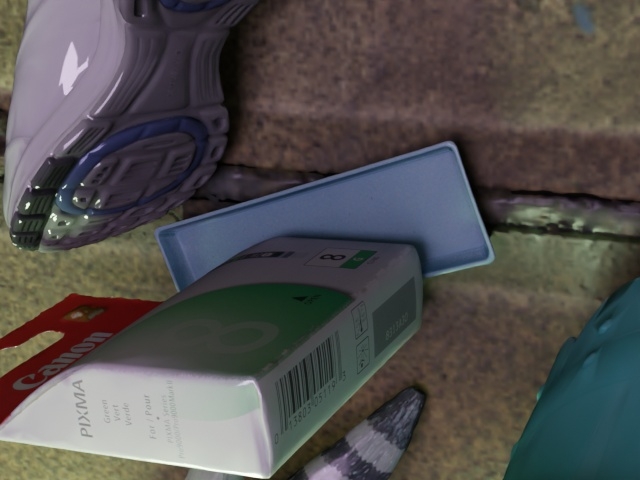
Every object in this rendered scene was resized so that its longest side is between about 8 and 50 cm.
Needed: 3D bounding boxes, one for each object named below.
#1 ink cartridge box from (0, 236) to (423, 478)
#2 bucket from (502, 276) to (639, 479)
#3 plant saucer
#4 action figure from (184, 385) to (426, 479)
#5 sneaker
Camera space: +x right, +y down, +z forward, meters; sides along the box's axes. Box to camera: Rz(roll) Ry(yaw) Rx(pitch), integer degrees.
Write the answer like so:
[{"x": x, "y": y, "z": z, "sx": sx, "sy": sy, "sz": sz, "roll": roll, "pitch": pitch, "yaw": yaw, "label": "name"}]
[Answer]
[{"x": -0.084, "y": 0.045, "z": 0.668, "sx": 0.224, "sy": 0.181, "sz": 0.056, "roll": 5, "pitch": 111, "yaw": 25, "label": "ink cartridge box"}, {"x": 0.187, "y": 0.160, "z": 0.566, "sx": 0.281, "sy": 0.183, "sz": 0.281, "roll": 18, "pitch": 131, "yaw": 22, "label": "bucket"}, {"x": 0.000, "y": 0.000, "z": 0.727, "sx": 0.192, "sy": 0.018, "sz": 0.067, "roll": -15, "pitch": 102, "yaw": 28, "label": "plant saucer"}, {"x": -0.021, "y": 0.246, "z": 0.783, "sx": 0.341, "sy": 0.179, "sz": 0.330, "roll": 30, "pitch": 130, "yaw": -22, "label": "action figure"}, {"x": -0.105, "y": -0.114, "z": 0.697, "sx": 0.129, "sy": 0.111, "sz": 0.297, "roll": 55, "pitch": 133, "yaw": 30, "label": "sneaker"}]
